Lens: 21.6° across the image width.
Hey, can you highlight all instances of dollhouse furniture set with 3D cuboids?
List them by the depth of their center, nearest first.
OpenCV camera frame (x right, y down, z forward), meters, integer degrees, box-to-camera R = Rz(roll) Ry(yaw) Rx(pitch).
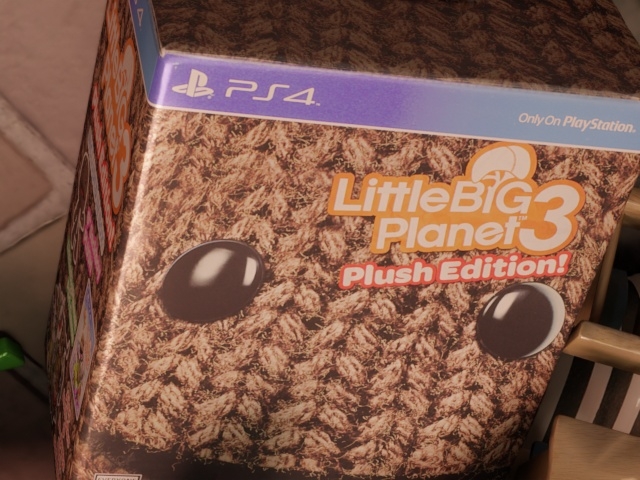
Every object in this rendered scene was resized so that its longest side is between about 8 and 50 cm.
[{"bbox_3d":[0.176,0.089,0.860,0.129,0.184,0.129,16,165,-1],"label":"dollhouse furniture set"}]

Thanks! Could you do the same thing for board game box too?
[{"bbox_3d":[0.000,0.000,0.830,0.232,0.141,0.291,4,128,-16],"label":"board game box"}]

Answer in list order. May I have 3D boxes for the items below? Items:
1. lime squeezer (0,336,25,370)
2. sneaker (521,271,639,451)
[{"bbox_3d":[-0.323,0.105,0.910,0.310,0.059,0.110,-28,162,9],"label":"lime squeezer"},{"bbox_3d":[0.196,0.198,1.053,0.257,0.169,0.448,-6,122,3],"label":"sneaker"}]
